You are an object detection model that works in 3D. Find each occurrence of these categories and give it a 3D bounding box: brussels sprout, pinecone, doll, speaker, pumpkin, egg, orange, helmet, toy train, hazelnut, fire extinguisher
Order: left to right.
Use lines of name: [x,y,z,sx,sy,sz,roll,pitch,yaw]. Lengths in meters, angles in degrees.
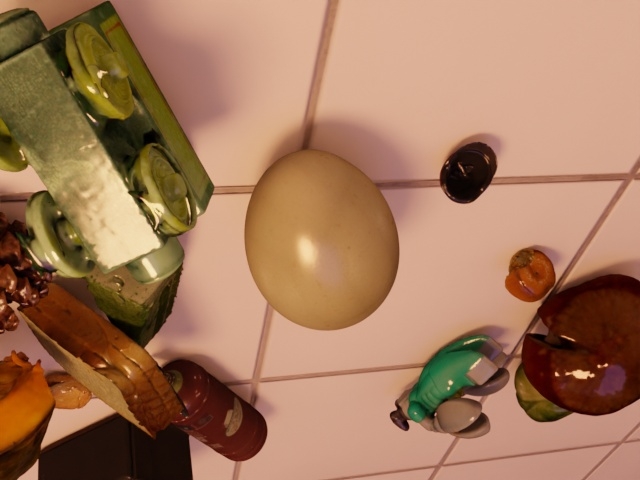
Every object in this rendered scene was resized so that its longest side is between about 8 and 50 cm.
pumpkin: [-0.501,0.203,1.016,0.256,0.303,0.225,-26,159,-32]
pinecone: [-0.394,0.036,0.936,0.174,0.173,0.173,-9,143,-7]
toy train: [-0.212,-0.090,0.748,0.159,0.188,0.271,-23,112,11]
speaker: [-0.365,0.426,1.435,0.231,0.153,0.192,-28,140,17]
fire extinguisher: [-0.194,0.279,1.317,0.102,0.138,0.344,-42,142,-4]
egg: [0.000,0.000,0.979,0.188,0.188,0.253,-16,137,3]
doll: [0.250,0.268,1.465,0.153,0.195,0.258,38,155,-8]
helmet: [0.189,-0.090,1.041,0.065,0.049,0.084,37,96,-10]
orange: [0.326,0.058,1.255,0.086,0.086,0.062,2,163,-21]
brussels sprout: [0.444,0.276,1.517,0.145,0.131,0.183,-3,161,-5]
hazelnut: [0.466,0.172,1.353,0.217,0.217,0.251,27,103,-41]

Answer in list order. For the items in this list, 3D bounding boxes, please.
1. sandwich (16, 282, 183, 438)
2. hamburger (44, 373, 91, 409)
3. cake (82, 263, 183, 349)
sandwich: [-0.299,0.160,1.082,0.065,0.215,0.186,-47,148,-25]
hamburger: [-0.407,0.241,1.274,0.083,0.044,0.076,7,136,-29]
cake: [-0.225,0.087,1.065,0.099,0.100,0.235,21,148,19]
